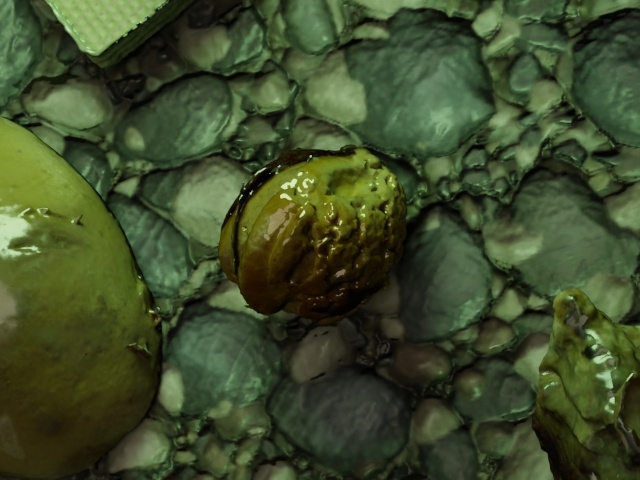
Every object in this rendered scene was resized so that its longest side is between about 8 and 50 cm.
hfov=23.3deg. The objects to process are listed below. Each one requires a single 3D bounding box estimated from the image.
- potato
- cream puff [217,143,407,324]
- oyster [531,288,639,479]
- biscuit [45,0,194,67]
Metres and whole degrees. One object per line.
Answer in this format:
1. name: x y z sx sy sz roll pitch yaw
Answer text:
1. potato: -0.262 0.045 1.121 0.239 0.116 0.299 -39 77 18
2. cream puff: 0.000 0.000 1.033 0.133 0.119 0.104 -23 42 -13
3. oyster: 0.269 0.179 0.966 0.221 0.096 0.361 -23 85 9
4. biscuit: -0.175 -0.262 1.125 0.150 0.052 0.252 -40 80 9
